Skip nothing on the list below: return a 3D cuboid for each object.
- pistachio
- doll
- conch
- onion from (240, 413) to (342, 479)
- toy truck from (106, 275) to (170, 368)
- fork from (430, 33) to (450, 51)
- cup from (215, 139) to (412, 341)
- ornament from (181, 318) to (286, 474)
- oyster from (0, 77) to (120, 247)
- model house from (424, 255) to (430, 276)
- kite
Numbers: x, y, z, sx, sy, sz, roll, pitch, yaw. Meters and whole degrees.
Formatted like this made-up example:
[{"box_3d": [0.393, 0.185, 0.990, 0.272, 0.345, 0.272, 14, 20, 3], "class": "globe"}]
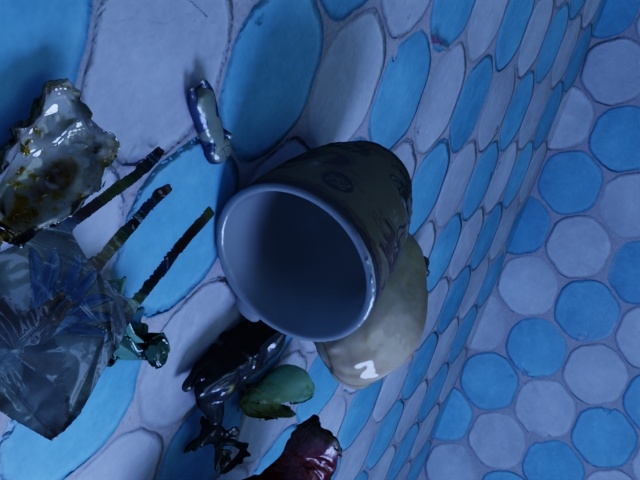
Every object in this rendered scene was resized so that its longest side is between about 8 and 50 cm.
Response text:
[{"box_3d": [0.083, 0.101, 1.353, 0.193, 0.214, 0.318, 83, 26, -49], "class": "pistachio"}, {"box_3d": [-0.124, -0.131, 0.891, 0.037, 0.027, 0.125, -47, 152, -23], "class": "doll"}, {"box_3d": [-0.081, 0.267, 1.338, 0.170, 0.079, 0.106, -7, 118, -51], "class": "conch"}, {"box_3d": [-0.074, 0.468, 1.209, 0.398, 0.398, 0.420, 19, 78, -68], "class": "onion"}, {"box_3d": [-0.221, 0.086, 0.854, 0.154, 0.080, 0.078, 63, 28, -63], "class": "toy truck"}, {"box_3d": [0.222, -0.357, 1.451, 0.115, 0.016, 0.012, 2, 102, -68], "class": "fork"}, {"box_3d": [0.000, 0.000, 1.102, 0.301, 0.227, 0.257, -46, 179, 39], "class": "cup"}, {"box_3d": [-0.128, 0.240, 1.200, 0.202, 0.080, 0.236, -39, 144, -42], "class": "ornament"}, {"box_3d": [-0.242, -0.058, 0.674, 0.148, 0.051, 0.103, -56, 138, -23], "class": "oyster"}, {"box_3d": [0.208, 0.069, 1.766, 0.083, 0.079, 0.066, -40, 149, -48], "class": "model house"}, {"box_3d": [-0.214, 0.039, 0.764, 0.310, 0.015, 0.169, -46, 110, -39], "class": "kite"}]
